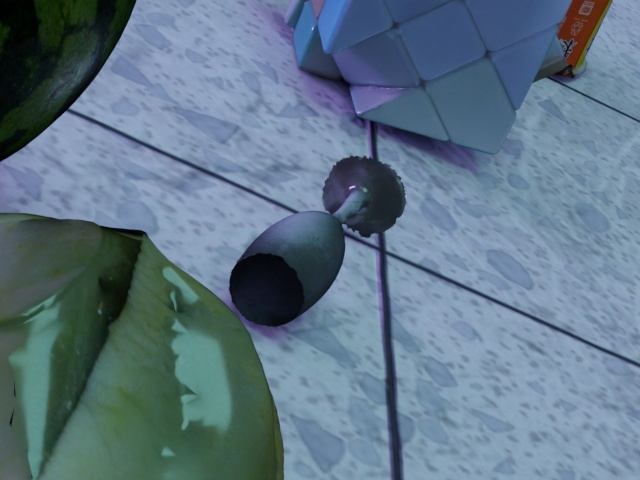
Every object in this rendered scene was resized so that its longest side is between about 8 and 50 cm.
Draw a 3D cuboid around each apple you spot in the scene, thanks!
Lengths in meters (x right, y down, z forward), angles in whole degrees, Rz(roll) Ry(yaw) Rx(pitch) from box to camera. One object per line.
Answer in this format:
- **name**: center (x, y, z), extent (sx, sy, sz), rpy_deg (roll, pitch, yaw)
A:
- **apple**: center (-0.119, 0.092, 0.722), extent (0.207, 0.174, 0.188), rpy_deg (26, 48, -15)

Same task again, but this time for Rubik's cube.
- **Rubik's cube**: center (0.102, -0.219, 1.413), extent (0.265, 0.224, 0.213), rpy_deg (16, 29, -16)

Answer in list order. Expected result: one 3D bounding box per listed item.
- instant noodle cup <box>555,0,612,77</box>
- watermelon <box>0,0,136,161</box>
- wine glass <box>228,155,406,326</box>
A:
- **instant noodle cup**: center (0.229, -0.298, 1.716), extent (0.213, 0.174, 0.213), rpy_deg (24, 27, -13)
- **watermelon**: center (-0.242, -0.169, 0.909), extent (0.285, 0.285, 0.285), rpy_deg (24, 28, -14)
- **wine glass**: center (0.000, 0.000, 1.112), extent (0.066, 0.066, 0.198), rpy_deg (34, 27, 5)
